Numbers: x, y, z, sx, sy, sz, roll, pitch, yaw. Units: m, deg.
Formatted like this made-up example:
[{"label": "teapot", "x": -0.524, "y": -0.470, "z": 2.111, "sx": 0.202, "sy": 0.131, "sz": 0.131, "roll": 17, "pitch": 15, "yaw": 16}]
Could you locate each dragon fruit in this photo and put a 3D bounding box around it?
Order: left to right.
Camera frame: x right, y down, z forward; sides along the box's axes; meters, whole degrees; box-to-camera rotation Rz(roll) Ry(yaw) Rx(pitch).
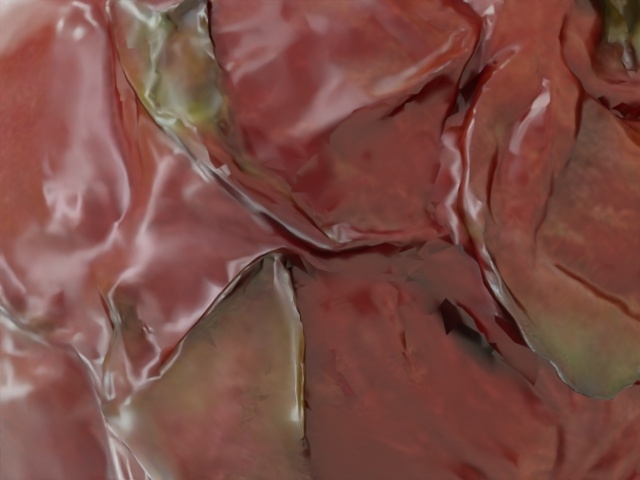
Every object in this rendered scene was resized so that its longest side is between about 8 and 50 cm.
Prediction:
[{"label": "dragon fruit", "x": 0.000, "y": 0.000, "z": 0.522, "sx": 0.342, "sy": 0.277, "sz": 0.277, "roll": -37, "pitch": -6, "yaw": 31}]
